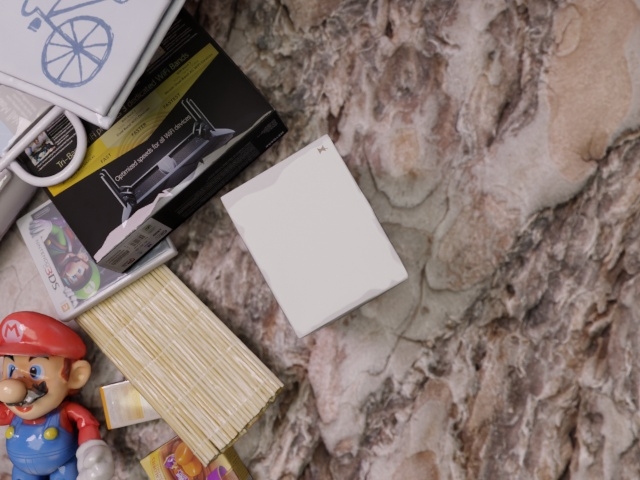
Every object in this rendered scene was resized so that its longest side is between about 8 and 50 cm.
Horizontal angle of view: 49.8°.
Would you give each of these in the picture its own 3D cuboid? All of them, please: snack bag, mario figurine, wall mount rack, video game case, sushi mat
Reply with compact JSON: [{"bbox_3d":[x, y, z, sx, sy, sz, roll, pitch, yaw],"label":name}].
[{"bbox_3d":[-0.310,-0.324,0.824,0.342,0.037,0.323,23,79,17],"label":"snack bag"},{"bbox_3d":[-0.392,0.255,0.919,0.198,0.170,0.321,-6,96,-30],"label":"mario figurine"},{"bbox_3d":[-0.483,-0.183,0.885,0.304,0.130,0.350,-45,76,-3],"label":"wall mount rack"},{"bbox_3d":[-0.322,-0.005,0.985,0.190,0.022,0.173,-31,75,2],"label":"video game case"},{"bbox_3d":[-0.207,0.147,0.954,0.316,0.019,0.151,42,86,16],"label":"sushi mat"}]

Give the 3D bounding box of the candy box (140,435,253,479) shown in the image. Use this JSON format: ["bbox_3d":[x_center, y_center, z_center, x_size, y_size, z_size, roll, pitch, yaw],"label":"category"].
[{"bbox_3d":[-0.152,0.351,0.957,0.109,0.053,0.187,-33,84,3],"label":"candy box"}]

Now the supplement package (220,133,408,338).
[{"bbox_3d":[0.000,0.000,0.882,0.149,0.203,0.194,-30,85,3],"label":"supplement package"}]

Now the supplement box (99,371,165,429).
[{"bbox_3d":[-0.255,0.225,0.978,0.098,0.036,0.062,-13,85,5],"label":"supplement box"}]

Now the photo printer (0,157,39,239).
[{"bbox_3d":[-0.589,-0.038,0.982,0.256,0.107,0.308,38,91,5],"label":"photo printer"}]

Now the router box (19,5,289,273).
[{"bbox_3d":[-0.238,-0.146,0.944,0.308,0.081,0.243,-40,74,1],"label":"router box"}]
